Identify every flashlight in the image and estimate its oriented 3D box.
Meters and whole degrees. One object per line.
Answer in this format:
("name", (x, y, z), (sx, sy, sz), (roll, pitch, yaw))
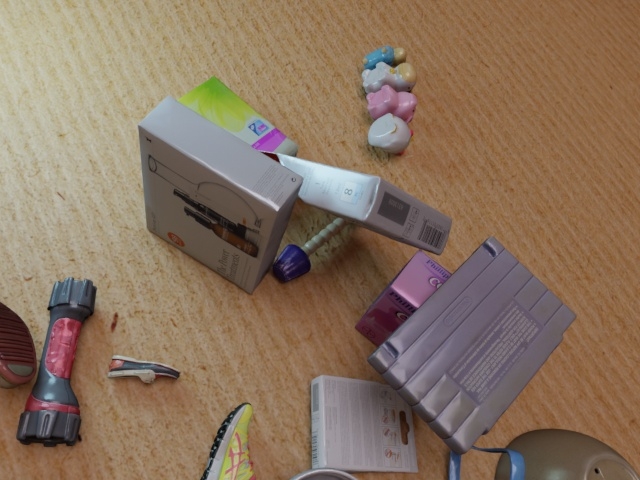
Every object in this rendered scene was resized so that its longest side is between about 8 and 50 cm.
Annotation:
("flashlight", (-0.476, 0.218, 1.049), (0.103, 0.103, 0.304), (6, 61, -11))

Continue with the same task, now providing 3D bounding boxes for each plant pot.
("plant pot", (0.520, 0.504, 1.115), (0.284, 0.191, 0.284), (7, 60, -12))

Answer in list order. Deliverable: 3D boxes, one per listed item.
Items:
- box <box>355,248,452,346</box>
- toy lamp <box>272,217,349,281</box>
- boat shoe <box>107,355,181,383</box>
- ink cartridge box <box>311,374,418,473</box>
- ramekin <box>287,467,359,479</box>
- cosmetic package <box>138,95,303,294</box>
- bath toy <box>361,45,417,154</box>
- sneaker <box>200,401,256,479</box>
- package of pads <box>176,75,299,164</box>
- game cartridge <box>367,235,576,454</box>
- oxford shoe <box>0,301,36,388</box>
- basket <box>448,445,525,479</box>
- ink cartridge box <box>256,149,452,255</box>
("box", (0.218, 0.171, 1.184), (0.213, 0.243, 0.117), (39, 59, 7))
("toy lamp", (0.000, 0.000, 1.316), (0.080, 0.080, 0.275), (45, 60, 11))
("boat shoe", (-0.342, 0.257, 1.097), (0.137, 0.049, 0.043), (12, 63, -6))
("ink cartridge box", (0.088, 0.381, 1.158), (0.225, 0.056, 0.181), (15, 57, -28))
("ramekin", (-0.003, 0.509, 0.999), (0.207, 0.109, 0.207), (4, 73, -12))
("cosmetic package", (-0.209, -0.067, 1.118), (0.284, 0.377, 0.097), (33, 60, 5))
("bath toy", (0.202, -0.379, 1.559), (0.151, 0.129, 0.348), (-16, 55, 26))
("sneaker", (-0.159, 0.409, 1.053), (0.094, 0.081, 0.208), (24, 65, -10))
("package of pads", (-0.238, -0.235, 1.366), (0.296, 0.101, 0.229), (40, 58, 9))
("game cartridge", (0.283, 0.180, 1.024), (0.355, 0.068, 0.230), (-39, 82, -24))
("oxford shoe", (-0.640, 0.160, 1.025), (0.348, 0.123, 0.130), (40, 86, 27))
("basket", (0.283, 0.516, 1.007), (0.201, 0.255, 0.289), (16, 70, -4))
("ink cartridge box", (0.035, -0.085, 1.167), (0.385, 0.308, 0.091), (18, 90, 38))
